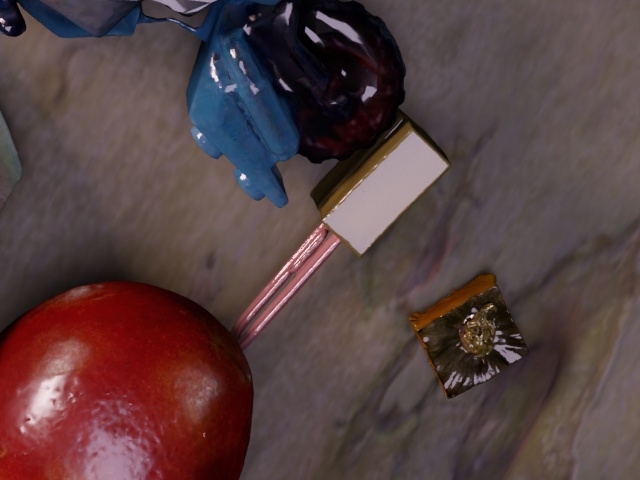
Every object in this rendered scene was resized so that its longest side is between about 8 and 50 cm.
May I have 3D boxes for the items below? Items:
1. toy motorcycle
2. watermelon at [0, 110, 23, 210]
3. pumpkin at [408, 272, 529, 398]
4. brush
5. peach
[{"bbox_3d":[-0.133,-0.184,1.364,0.232,0.172,0.416,-41,115,11],"label":"toy motorcycle"},{"bbox_3d":[-0.351,-0.040,1.344,0.261,0.201,0.213,-46,114,2],"label":"watermelon"},{"bbox_3d":[0.122,0.078,1.513,0.083,0.054,0.074,-31,111,-3],"label":"pumpkin"},{"bbox_3d":[0.000,0.000,1.452,0.047,0.103,0.233,42,98,-14],"label":"brush"},{"bbox_3d":[-0.160,0.144,1.399,0.243,0.243,0.199,-49,136,7],"label":"peach"}]
